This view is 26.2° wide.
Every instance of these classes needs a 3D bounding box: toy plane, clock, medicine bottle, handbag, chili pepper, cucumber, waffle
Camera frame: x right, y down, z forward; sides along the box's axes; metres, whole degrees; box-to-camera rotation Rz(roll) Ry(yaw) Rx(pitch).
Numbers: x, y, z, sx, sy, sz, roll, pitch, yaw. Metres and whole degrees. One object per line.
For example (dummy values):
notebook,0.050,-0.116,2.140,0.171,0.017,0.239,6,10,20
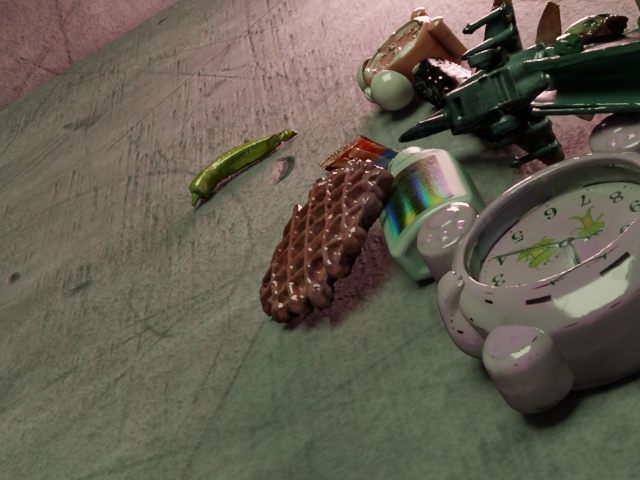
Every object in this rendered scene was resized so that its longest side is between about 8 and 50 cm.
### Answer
toy plane,0.200,-0.174,1.733,0.326,0.223,0.104,-21,-4,42
clock,0.256,0.020,1.380,0.295,0.113,0.322,-29,25,10
medicine bottle,0.131,-0.047,1.694,0.121,0.083,0.229,-38,24,12
clock,0.136,-0.266,2.109,0.162,0.093,0.166,-42,20,4
handbag,0.391,-0.208,1.488,0.274,0.100,0.269,3,18,38
chili pepper,-0.135,-0.130,2.240,0.208,0.043,0.049,-36,11,-6
cucumber,0.205,-0.195,1.904,0.072,0.072,0.300,-35,25,-3
waffle,0.000,0.000,1.735,0.234,0.055,0.221,-63,21,-11

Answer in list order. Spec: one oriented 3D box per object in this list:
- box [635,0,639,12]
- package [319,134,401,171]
box,0.441,-0.320,1.604,0.168,0.259,0.071,-11,30,43
package,0.067,-0.109,1.967,0.083,0.022,0.200,-38,25,-9
